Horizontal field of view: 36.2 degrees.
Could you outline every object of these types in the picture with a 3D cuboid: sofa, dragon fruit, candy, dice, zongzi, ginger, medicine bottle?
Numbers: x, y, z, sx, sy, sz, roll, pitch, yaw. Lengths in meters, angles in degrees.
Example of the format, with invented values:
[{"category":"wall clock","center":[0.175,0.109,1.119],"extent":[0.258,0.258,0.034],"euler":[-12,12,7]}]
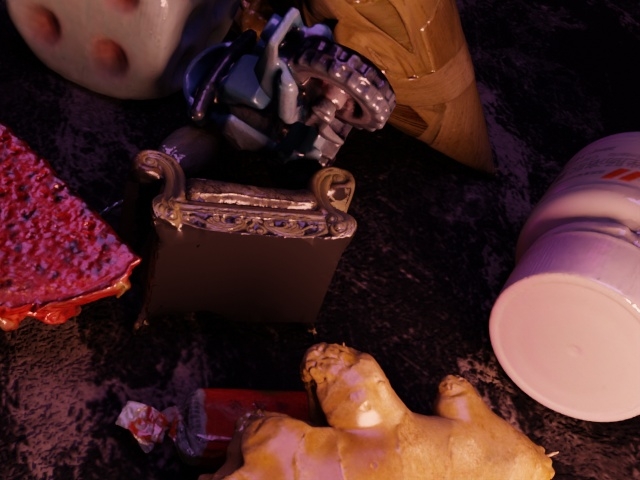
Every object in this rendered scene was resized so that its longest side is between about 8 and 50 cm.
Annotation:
[{"category":"sofa","center":[-0.099,-0.013,1.124],"extent":[0.258,0.200,0.182],"euler":[4,46,-15]},{"category":"dragon fruit","center":[-0.363,0.009,1.058],"extent":[0.317,0.152,0.205],"euler":[44,67,13]},{"category":"candy","center":[-0.064,0.197,1.019],"extent":[0.292,0.059,0.086],"euler":[5,43,-18]},{"category":"dice","center":[-0.269,-0.382,1.395],"extent":[0.262,0.268,0.264],"euler":[27,42,8]},{"category":"zongzi","center":[0.135,-0.259,1.237],"extent":[0.467,0.218,0.500],"euler":[43,2,-6]},{"category":"ginger","center":[0.057,0.219,0.980],"extent":[0.375,0.166,0.236],"euler":[-15,66,-44]},{"category":"medicine bottle","center":[0.362,0.039,1.198],"extent":[0.256,0.256,0.325],"euler":[32,45,14]}]

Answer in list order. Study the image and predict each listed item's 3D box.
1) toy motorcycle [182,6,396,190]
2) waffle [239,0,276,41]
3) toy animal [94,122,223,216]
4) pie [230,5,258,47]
[{"category":"toy motorcycle","center":[-0.055,-0.174,1.187],"extent":[0.232,0.416,0.172],"euler":[33,80,-7]},{"category":"waffle","center":[-0.007,-0.283,1.486],"extent":[0.249,0.056,0.253],"euler":[5,69,-28]},{"category":"toy animal","center":[-0.196,-0.087,1.249],"extent":[0.070,0.079,0.253],"euler":[22,39,19]},{"category":"pie","center":[-0.062,-0.365,1.599],"extent":[0.163,0.079,0.193],"euler":[22,44,10]}]
